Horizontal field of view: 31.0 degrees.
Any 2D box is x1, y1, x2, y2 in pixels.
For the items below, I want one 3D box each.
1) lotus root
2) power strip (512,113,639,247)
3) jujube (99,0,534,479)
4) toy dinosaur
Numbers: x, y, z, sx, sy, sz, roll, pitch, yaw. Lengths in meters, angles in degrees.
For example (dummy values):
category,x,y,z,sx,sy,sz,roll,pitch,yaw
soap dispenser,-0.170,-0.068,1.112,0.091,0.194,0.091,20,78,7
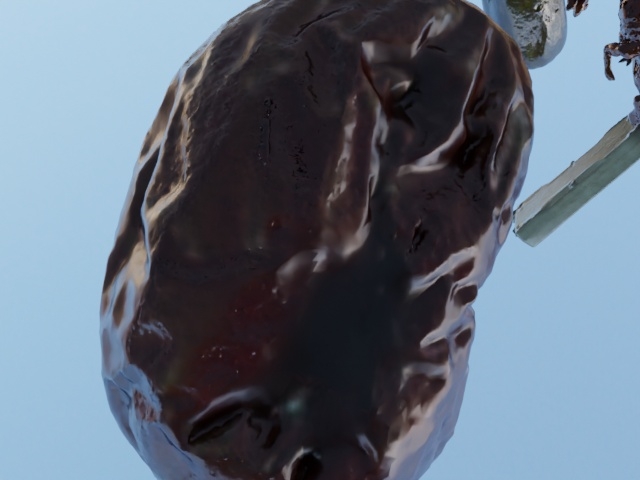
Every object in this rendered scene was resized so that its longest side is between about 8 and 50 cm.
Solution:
category,x,y,z,sx,sy,sz,roll,pitch,yaw
lotus root,0.297,-0.361,1.707,0.122,0.241,0.124,-22,-141,3
power strip,0.394,-0.094,1.725,0.048,0.286,0.080,35,-146,-14
jujube,-0.001,-0.002,0.801,0.276,0.276,0.377,9,-106,19
toy dinosaur,0.361,-0.321,1.331,0.208,0.432,0.097,21,-148,37
